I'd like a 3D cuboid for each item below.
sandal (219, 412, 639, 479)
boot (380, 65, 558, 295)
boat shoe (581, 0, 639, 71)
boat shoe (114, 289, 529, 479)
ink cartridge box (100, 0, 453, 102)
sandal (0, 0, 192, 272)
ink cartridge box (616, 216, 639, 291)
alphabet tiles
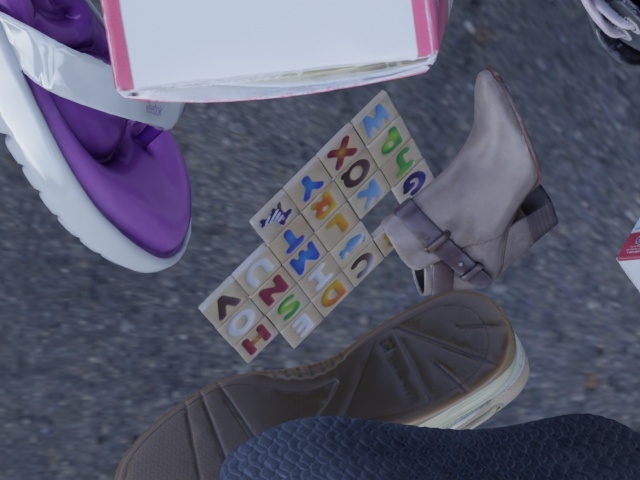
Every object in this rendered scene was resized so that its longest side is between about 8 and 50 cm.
[{"bbox_3d":[0.067,0.134,0.950,0.097,0.254,0.054,51,130,48],"label":"sandal"},{"bbox_3d":[0.072,-0.024,1.000,0.087,0.042,0.118,-26,121,0],"label":"boot"},{"bbox_3d":[0.175,-0.131,1.024,0.095,0.335,0.112,-32,84,14],"label":"boat shoe"},{"bbox_3d":[0.004,0.136,1.342,0.302,0.098,0.109,-27,60,6],"label":"boat shoe"},{"bbox_3d":[-0.012,-0.186,0.750,0.117,0.283,0.207,-6,106,8],"label":"ink cartridge box"},{"bbox_3d":[-0.141,-0.126,1.126,0.102,0.416,0.169,-13,49,15],"label":"sandal"},{"bbox_3d":[0.336,-0.018,1.695,0.099,0.056,0.135,-7,41,48],"label":"ink cartridge box"},{"bbox_3d":[0.000,0.000,1.669,0.237,0.198,0.009,-45,59,-6],"label":"alphabet tiles"}]
